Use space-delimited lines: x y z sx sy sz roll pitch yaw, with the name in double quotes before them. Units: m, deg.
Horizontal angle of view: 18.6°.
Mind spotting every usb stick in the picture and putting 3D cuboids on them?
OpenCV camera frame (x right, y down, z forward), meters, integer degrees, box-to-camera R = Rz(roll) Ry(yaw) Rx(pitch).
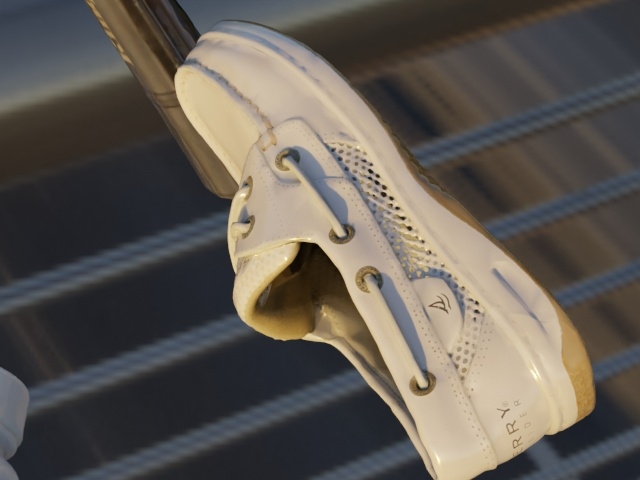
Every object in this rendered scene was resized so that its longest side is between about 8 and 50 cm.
"usb stick" -0.108 -0.138 1.071 0.045 0.278 0.077 -33 23 -2

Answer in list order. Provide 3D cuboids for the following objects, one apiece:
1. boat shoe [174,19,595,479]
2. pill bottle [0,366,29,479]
"boat shoe" 0.000 0.000 0.860 0.096 0.098 0.277 -33 50 -14
"pill bottle" -0.314 0.230 1.449 0.161 0.161 0.283 8 64 4
